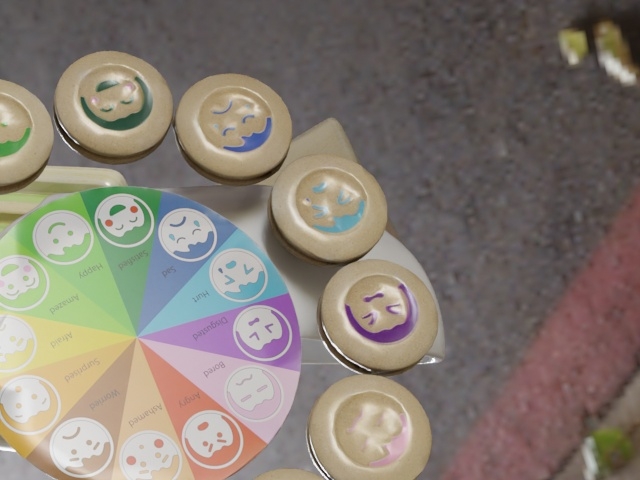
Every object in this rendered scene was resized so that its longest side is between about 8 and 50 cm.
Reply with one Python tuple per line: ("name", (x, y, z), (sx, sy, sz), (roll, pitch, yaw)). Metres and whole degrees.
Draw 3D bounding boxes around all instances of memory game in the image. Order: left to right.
("memory game", (-0.054, 0.026, 0.534), (0.186, 0.186, 0.012), (66, 157, 19))

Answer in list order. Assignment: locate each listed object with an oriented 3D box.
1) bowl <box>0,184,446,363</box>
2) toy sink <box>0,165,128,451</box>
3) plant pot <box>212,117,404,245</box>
("bowl", (-0.037, 0.014, 0.650), (0.142, 0.142, 0.053), (-2, 80, 28))
("toy sink", (-0.213, 0.026, 1.375), (0.152, 0.234, 0.131), (5, 134, 24))
("plant pot", (0.000, 0.000, 1.252), (0.109, 0.109, 0.096), (61, 175, -25))
